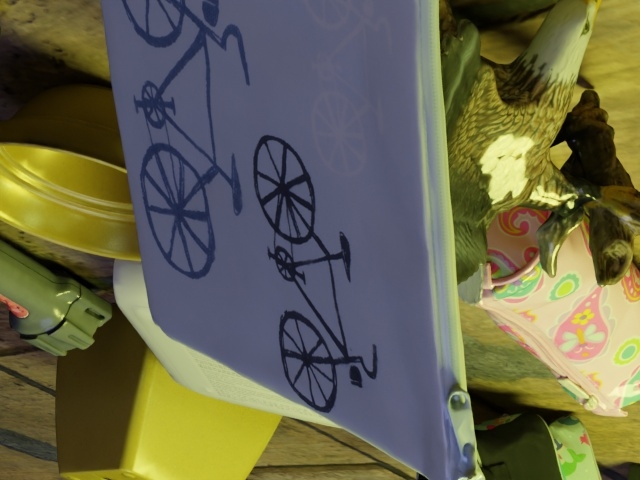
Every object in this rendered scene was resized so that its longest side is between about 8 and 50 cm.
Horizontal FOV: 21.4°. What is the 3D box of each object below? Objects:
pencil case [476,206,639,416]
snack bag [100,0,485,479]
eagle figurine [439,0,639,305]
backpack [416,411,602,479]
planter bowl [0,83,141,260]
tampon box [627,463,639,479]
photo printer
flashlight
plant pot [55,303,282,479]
[{"bbox_3d":[0.198,0.046,1.388,0.124,0.124,0.284,-1,154,33],"label":"pencil case"},{"bbox_3d":[-0.025,-0.051,0.968,0.037,0.323,0.342,-20,-154,-31],"label":"snack bag"},{"bbox_3d":[0.094,-0.083,1.051,0.298,0.225,0.226,19,173,-41],"label":"eagle figurine"},{"bbox_3d":[0.210,0.310,1.892,0.191,0.225,0.253,-11,167,-22],"label":"backpack"},{"bbox_3d":[-0.186,-0.067,1.383,0.217,0.090,0.217,12,158,5],"label":"planter bowl"},{"bbox_3d":[0.405,0.360,1.983,0.101,0.161,0.120,6,157,20],"label":"tampon box"},{"bbox_3d":[-0.054,0.077,1.634,0.256,0.107,0.307,11,159,16],"label":"photo printer"},{"bbox_3d":[-0.353,0.034,1.736,0.103,0.103,0.304,31,175,40],"label":"flashlight"},{"bbox_3d":[-0.177,0.197,1.908,0.212,0.187,0.212,29,154,-33],"label":"plant pot"}]
